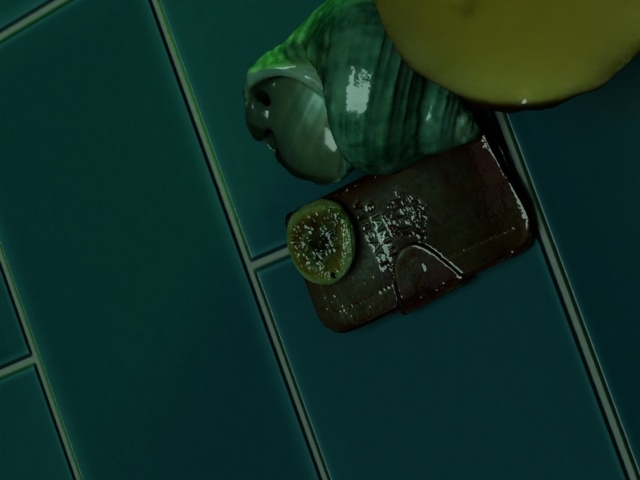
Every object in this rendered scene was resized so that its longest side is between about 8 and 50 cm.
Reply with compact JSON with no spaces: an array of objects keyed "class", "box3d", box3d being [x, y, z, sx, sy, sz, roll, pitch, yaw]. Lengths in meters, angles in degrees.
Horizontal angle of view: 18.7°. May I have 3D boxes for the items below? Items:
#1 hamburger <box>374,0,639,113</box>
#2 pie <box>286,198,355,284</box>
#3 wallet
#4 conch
[{"class":"hamburger","box3d":[0.155,-0.270,1.539,0.276,0.237,0.276,1,128,1]},{"class":"pie","box3d":[0.001,0.001,1.808,0.084,0.021,0.084,8,103,40]},{"class":"wallet","box3d":[0.081,-0.008,1.778,0.255,0.031,0.137,-28,82,38]},{"class":"conch","box3d":[0.041,-0.129,1.718,0.202,0.134,0.196,40,147,35]}]
